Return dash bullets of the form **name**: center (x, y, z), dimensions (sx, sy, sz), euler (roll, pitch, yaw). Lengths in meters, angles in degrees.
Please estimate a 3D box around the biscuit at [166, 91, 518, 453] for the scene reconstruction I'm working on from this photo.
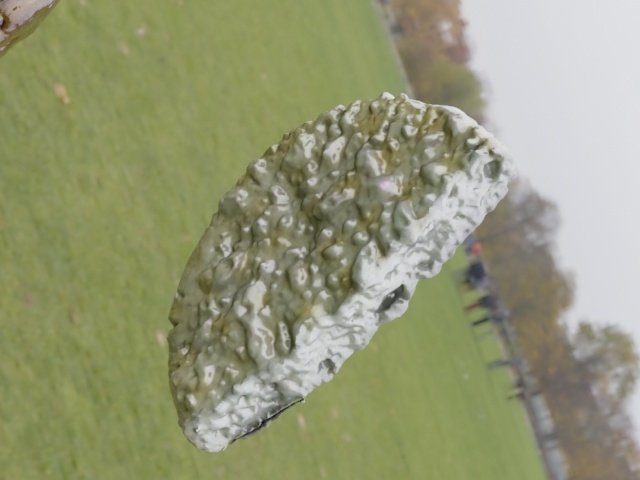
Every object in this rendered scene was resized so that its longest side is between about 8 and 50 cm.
- **biscuit**: center (0.000, 0.000, 0.919), dimensions (0.084, 0.281, 0.179), euler (34, 22, -42)

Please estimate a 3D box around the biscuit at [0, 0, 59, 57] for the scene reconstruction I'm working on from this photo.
- **biscuit**: center (-0.335, -0.199, 1.385), dimensions (0.036, 0.212, 0.212), euler (50, 10, -9)
